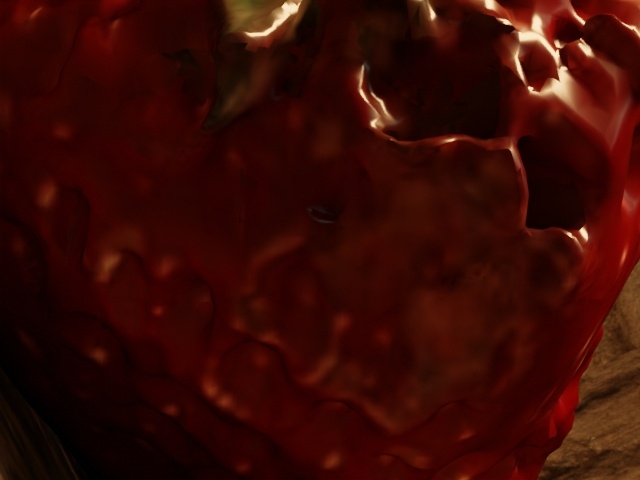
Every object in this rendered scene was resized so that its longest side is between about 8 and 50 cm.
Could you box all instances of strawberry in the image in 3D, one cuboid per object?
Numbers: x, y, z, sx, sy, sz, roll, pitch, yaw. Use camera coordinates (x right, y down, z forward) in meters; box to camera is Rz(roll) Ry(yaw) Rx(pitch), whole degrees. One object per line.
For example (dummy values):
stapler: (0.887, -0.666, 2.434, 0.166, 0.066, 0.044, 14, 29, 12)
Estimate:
strawberry: (0.000, 0.000, 0.737, 0.295, 0.318, 0.345, -103, -174, -55)
